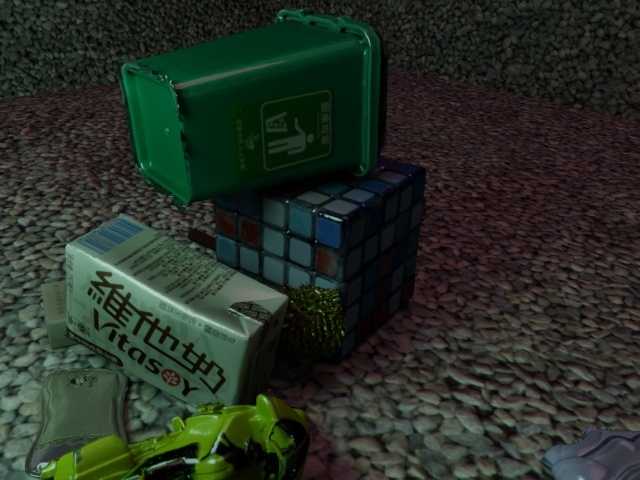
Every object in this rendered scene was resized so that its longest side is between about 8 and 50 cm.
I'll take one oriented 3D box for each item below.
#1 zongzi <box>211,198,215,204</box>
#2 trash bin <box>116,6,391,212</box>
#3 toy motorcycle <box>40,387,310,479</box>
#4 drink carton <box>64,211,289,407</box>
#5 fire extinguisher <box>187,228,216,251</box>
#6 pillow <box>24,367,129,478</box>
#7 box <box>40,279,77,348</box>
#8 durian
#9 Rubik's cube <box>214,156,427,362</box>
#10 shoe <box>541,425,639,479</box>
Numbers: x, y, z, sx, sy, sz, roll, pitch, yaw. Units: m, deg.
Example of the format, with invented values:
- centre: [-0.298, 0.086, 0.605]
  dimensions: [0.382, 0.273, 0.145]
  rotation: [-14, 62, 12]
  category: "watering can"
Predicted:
- centre: [-0.165, -0.121, 1.613]
  dimensions: [0.187, 0.084, 0.184]
  rotation: [18, 20, 12]
  category: "zongzi"
- centre: [-0.107, -0.222, 0.995]
  dimensions: [0.381, 0.259, 0.295]
  rotation: [-21, 36, -33]
  category: "trash bin"
- centre: [-0.148, 0.277, 0.762]
  dimensions: [0.342, 0.142, 0.206]
  rotation: [-13, -10, -30]
  category: "toy motorcycle"
- centre: [-0.229, 0.117, 0.944]
  dimensions: [0.325, 0.194, 0.132]
  rotation: [24, 35, 15]
  category: "drink carton"
- centre: [-0.223, 0.011, 1.392]
  dimensions: [0.173, 0.035, 0.049]
  rotation: [21, -6, 30]
  category: "fire extinguisher"
- centre: [-0.343, 0.254, 0.892]
  dimensions: [0.131, 0.038, 0.232]
  rotation: [-1, 25, -16]
  category: "pillow"
- centre: [-0.396, 0.118, 1.129]
  dimensions: [0.201, 0.058, 0.141]
  rotation: [-11, 30, -25]
  category: "box"
- centre: [-0.056, 0.137, 1.001]
  dimensions: [0.095, 0.137, 0.221]
  rotation: [-12, 3, -39]
  category: "durian"
- centre: [0.000, 0.000, 1.153]
  dimensions: [0.293, 0.291, 0.287]
  rotation: [21, 32, 29]
  category: "Rubik's cube"
- centre: [0.424, 0.299, 0.837]
  dimensions: [0.245, 0.095, 0.137]
  rotation: [-18, 36, -24]
  category: "shoe"
